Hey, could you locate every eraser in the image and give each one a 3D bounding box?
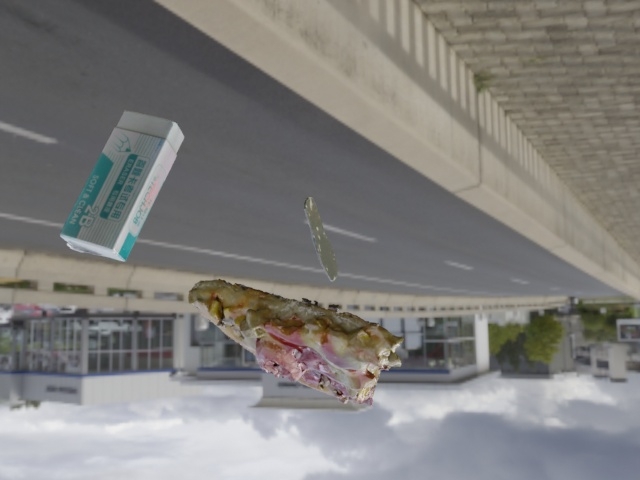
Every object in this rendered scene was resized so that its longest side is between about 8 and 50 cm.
[{"bbox_3d":[-0.294,-0.084,1.074,0.095,0.225,0.052,14,158,16],"label":"eraser"}]

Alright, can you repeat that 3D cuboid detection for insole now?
[{"bbox_3d":[0.000,0.000,1.909,0.011,0.248,0.081,-6,-155,28],"label":"insole"}]

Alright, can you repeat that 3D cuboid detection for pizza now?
[{"bbox_3d":[-0.013,0.198,1.291,0.440,0.130,0.406,33,158,-19],"label":"pizza"}]
